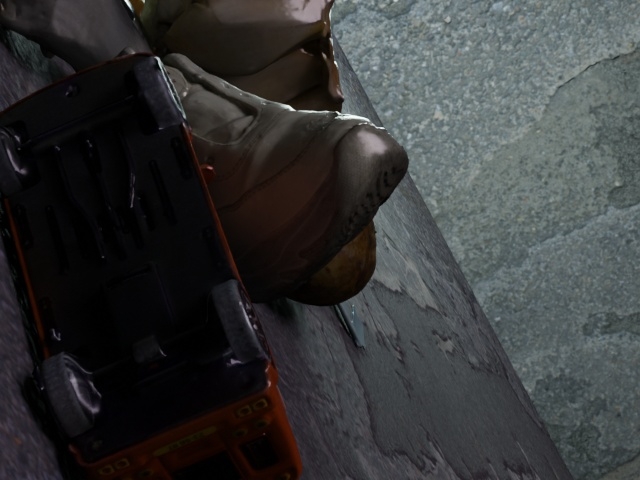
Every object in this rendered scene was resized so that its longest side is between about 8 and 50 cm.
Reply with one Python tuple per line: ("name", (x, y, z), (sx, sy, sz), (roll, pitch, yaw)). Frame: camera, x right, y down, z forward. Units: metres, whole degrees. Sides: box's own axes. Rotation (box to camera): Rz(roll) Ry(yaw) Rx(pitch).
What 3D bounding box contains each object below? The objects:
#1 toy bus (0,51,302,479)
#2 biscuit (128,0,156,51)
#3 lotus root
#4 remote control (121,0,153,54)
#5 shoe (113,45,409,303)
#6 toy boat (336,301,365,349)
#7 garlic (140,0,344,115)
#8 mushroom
("toy bus", (-0.120, 0.027, 1.314), (0.153, 0.143, 0.329), (64, 2, -49))
("biscuit", (-0.152, -0.208, 2.138), (0.260, 0.041, 0.203), (51, 13, -36))
("lotus root", (-0.009, -0.003, 2.012), (0.260, 0.128, 0.145), (8, 64, -76))
("remote control", (-0.233, -0.263, 1.881), (0.221, 0.042, 0.078), (58, 8, -16))
("shoe", (-0.084, -0.060, 1.483), (0.210, 0.132, 0.342), (49, -28, -11))
("toy boat", (0.000, 0.000, 2.259), (0.291, 0.067, 0.220), (59, 8, -22))
("garlic", (-0.088, -0.210, 1.989), (0.281, 0.203, 0.185), (84, -12, -52))
("mushroom", (-0.194, -0.166, 1.643), (0.278, 0.099, 0.096), (55, 16, -46))
